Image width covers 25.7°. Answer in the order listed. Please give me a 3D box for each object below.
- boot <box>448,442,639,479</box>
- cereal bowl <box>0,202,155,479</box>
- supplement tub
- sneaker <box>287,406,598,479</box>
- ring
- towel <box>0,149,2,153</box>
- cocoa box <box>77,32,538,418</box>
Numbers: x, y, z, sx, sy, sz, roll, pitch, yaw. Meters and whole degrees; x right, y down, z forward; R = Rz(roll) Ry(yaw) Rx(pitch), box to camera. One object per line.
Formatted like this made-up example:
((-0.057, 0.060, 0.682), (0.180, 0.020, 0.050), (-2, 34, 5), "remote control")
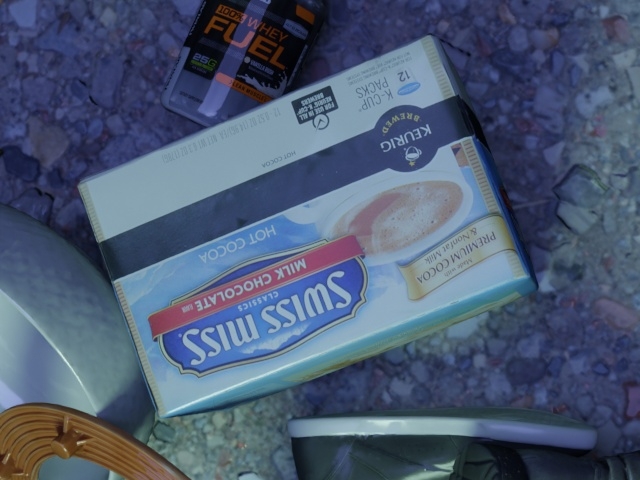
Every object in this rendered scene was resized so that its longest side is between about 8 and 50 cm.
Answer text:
((0.204, 0.325, 1.266), (0.222, 0.118, 0.338), (4, 125, -20), "boot")
((-0.286, 0.089, 1.326), (0.339, 0.339, 0.141), (31, 51, 12), "cereal bowl")
((-0.069, -0.195, 1.372), (0.117, 0.117, 0.190), (24, 91, 12), "supplement tub")
((0.115, 0.234, 1.314), (0.295, 0.104, 0.147), (-4, 87, 17), "sneaker")
((-0.181, 0.285, 1.282), (0.336, 0.337, 0.032), (33, 51, 12), "ring")
((-0.447, -0.036, 1.486), (0.102, 0.021, 0.237), (41, 94, 11), "towel")
((0.000, 0.000, 1.283), (0.347, 0.231, 0.228), (-22, 81, 8), "cocoa box")
